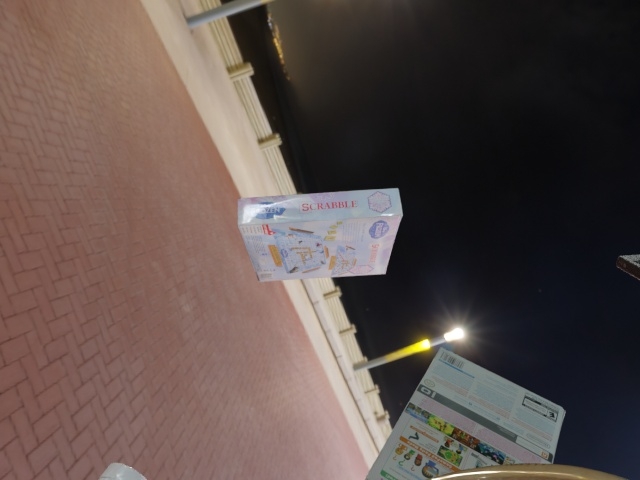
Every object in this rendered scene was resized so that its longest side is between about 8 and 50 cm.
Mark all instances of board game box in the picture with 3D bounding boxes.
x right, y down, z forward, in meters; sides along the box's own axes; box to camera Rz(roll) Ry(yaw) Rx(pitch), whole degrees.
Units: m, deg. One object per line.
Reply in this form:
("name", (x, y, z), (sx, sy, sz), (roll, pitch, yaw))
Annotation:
("board game box", (0.226, 0.334, 0.758), (0.303, 0.224, 0.098), (-38, 144, -48))
("board game box", (0.000, 0.000, 1.085), (0.319, 0.317, 0.066), (90, -3, -65))

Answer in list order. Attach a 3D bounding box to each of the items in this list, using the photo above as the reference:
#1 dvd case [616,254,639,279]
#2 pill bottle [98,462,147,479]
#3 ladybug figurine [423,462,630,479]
("dvd case", (0.716, 0.082, 0.918), (0.239, 0.179, 0.030), (-115, -156, -66))
("pill bottle", (-0.343, 0.442, 0.739), (0.187, 0.112, 0.112), (-57, 134, -51))
("ladybug figurine", (0.109, 0.265, 0.297), (0.449, 0.305, 0.162), (10, 69, -53))
